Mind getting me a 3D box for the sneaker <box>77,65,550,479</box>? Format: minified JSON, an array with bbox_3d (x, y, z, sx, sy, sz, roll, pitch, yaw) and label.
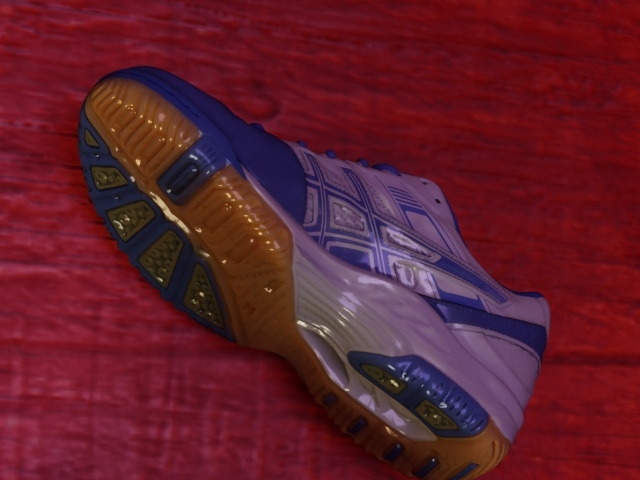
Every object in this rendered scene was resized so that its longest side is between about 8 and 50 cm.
[{"bbox_3d":[0.000,0.000,0.928,0.296,0.112,0.131,43,52,-12],"label":"sneaker"}]
